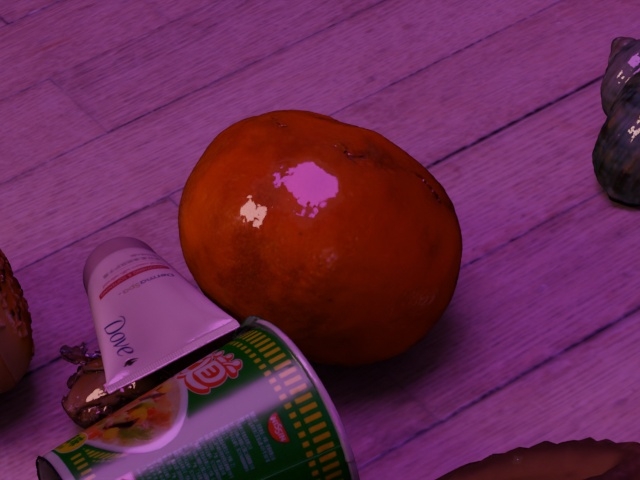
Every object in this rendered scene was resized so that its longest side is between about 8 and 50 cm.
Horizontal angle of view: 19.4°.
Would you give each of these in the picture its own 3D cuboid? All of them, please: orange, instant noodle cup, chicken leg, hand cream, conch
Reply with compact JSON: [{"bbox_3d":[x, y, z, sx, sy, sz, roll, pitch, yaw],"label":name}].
[{"bbox_3d":[0.000,0.000,1.820,0.284,0.284,0.226,24,86,38],"label":"orange"},{"bbox_3d":[-0.115,0.203,1.625,0.233,0.207,0.207,-24,39,-19],"label":"instant noodle cup"},{"bbox_3d":[-0.168,0.122,1.863,0.196,0.080,0.125,-23,28,-15],"label":"chicken leg"},{"bbox_3d":[-0.170,0.072,1.791,0.133,0.083,0.248,-30,24,-9],"label":"hand cream"},{"bbox_3d":[0.361,-0.139,2.011,0.176,0.122,0.188,-31,30,16],"label":"conch"}]

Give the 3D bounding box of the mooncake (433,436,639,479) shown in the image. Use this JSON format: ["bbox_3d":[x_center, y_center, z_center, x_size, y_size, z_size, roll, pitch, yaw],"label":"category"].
[{"bbox_3d":[0.159,0.338,1.364,0.393,0.246,0.394,-8,34,16],"label":"mooncake"}]

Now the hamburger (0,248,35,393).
[{"bbox_3d":[-0.407,0.039,1.862,0.176,0.300,0.300,-41,44,-13],"label":"hamburger"}]
